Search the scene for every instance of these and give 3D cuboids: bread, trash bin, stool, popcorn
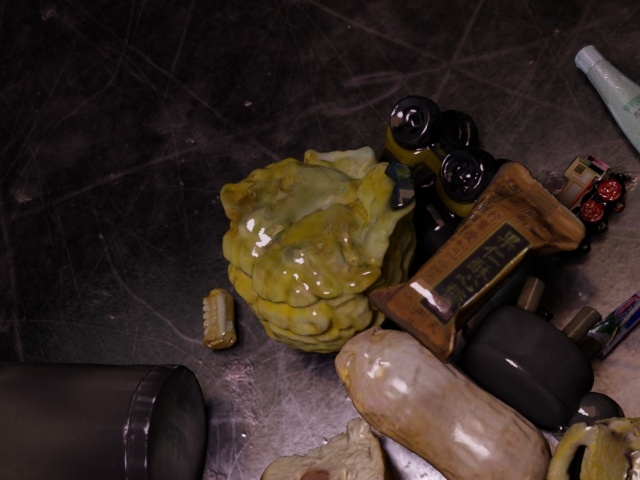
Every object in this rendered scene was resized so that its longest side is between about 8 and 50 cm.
[{"bbox_3d":[-0.139,0.109,1.898,0.049,0.033,0.088,-19,61,23],"label":"bread"},{"bbox_3d":[0.377,0.288,1.594,0.170,0.197,0.197,12,66,-27],"label":"bread"},{"bbox_3d":[-0.323,0.261,1.800,0.301,0.203,0.252,1,112,16],"label":"trash bin"},{"bbox_3d":[0.284,0.157,1.713,0.228,0.153,0.139,45,71,-15],"label":"stool"},{"bbox_3d":[0.003,0.004,1.787,0.293,0.237,0.293,-9,68,22],"label":"popcorn"},{"bbox_3d":[0.007,0.327,1.673,0.183,0.211,0.224,-25,66,7],"label":"bread"}]

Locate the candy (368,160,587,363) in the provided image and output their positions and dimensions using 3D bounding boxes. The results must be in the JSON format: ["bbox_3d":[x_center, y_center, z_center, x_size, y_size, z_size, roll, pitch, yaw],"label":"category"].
[{"bbox_3d":[0.199,0.026,1.680,0.143,0.101,0.271,43,73,14],"label":"candy"}]

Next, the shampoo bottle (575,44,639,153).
[{"bbox_3d":[0.414,-0.189,1.855,0.069,0.041,0.191,-38,64,5],"label":"shampoo bottle"}]

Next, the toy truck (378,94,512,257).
[{"bbox_3d":[0.159,-0.078,1.839,0.165,0.147,0.224,-51,60,17],"label":"toy truck"}]

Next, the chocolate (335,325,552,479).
[{"bbox_3d":[0.156,0.220,1.702,0.309,0.134,0.134,36,82,8],"label":"chocolate"}]

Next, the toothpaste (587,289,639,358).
[{"bbox_3d":[0.409,0.082,1.759,0.170,0.028,0.045,-41,58,1],"label":"toothpaste"}]

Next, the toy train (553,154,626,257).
[{"bbox_3d":[0.341,-0.044,1.816,0.087,0.050,0.138,37,84,29],"label":"toy train"}]
